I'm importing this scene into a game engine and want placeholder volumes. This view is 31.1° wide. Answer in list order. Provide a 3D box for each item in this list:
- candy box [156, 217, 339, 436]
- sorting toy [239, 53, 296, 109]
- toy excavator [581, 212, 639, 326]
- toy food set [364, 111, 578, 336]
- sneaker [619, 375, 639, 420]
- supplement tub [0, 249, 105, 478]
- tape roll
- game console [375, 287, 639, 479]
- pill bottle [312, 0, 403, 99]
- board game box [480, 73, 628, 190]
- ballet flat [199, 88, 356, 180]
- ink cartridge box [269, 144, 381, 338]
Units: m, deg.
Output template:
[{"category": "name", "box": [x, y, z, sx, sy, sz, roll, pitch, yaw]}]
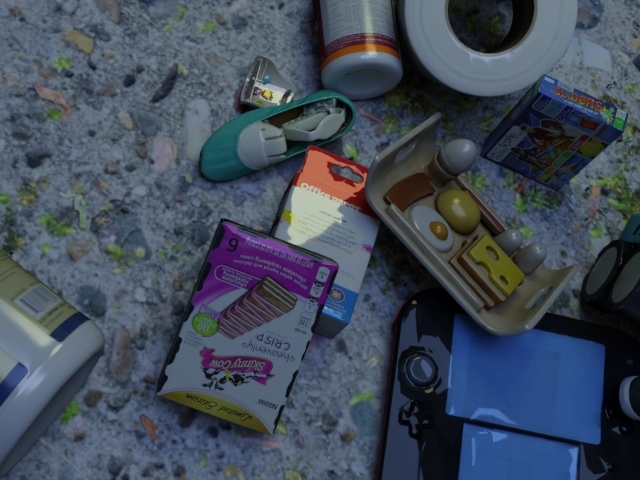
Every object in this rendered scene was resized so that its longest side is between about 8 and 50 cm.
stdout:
[{"category": "candy box", "box": [-0.093, 0.108, 1.449, 0.159, 0.071, 0.233, 20, 94, -7]}, {"category": "sorting toy", "box": [-0.073, -0.213, 1.662, 0.075, 0.045, 0.083, 22, 63, -15]}, {"category": "toy excavator", "box": [0.580, -0.053, 1.673, 0.222, 0.433, 0.445, 30, 91, -3]}, {"category": "toy food set", "box": [0.216, -0.029, 1.589, 0.306, 0.092, 0.220, 48, 37, 3]}, {"category": "sneaker", "box": [0.519, 0.227, 1.576, 0.217, 0.121, 0.079, 13, 73, -40]}, {"category": "supplement tub", "box": [-0.433, 0.103, 1.315, 0.316, 0.228, 0.228, 38, 63, 1]}, {"category": "tape roll", "box": [0.235, -0.333, 1.674, 0.246, 0.169, 0.246, 0, 98, -1]}, {"category": "game console", "box": [0.269, 0.256, 1.561, 0.387, 0.060, 0.342, 13, 65, -11]}, {"category": "pill bottle", "box": [0.051, -0.330, 1.702, 0.121, 0.121, 0.221, 1, 67, -17]}, {"category": "board game box", "box": [0.335, -0.152, 1.670, 0.136, 0.201, 0.035, 24, 63, -7]}, {"category": "ballet flat", "box": [-0.052, -0.150, 1.606, 0.247, 0.087, 0.083, -26, 112, -25]}, {"category": "ink cartridge box", "box": [0.000, 0.000, 1.573, 0.134, 0.078, 0.231, 23, 64, -8]}]
